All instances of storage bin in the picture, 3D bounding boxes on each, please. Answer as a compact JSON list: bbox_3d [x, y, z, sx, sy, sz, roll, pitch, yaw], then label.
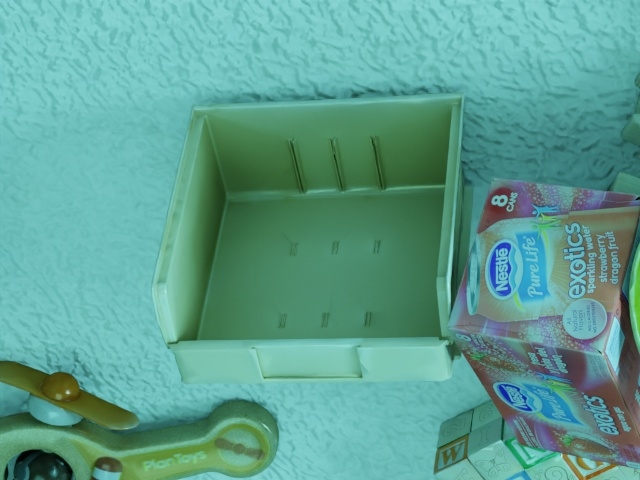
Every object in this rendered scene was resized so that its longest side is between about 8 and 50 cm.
[{"bbox_3d":[0.000,0.000,1.632,0.262,0.260,0.123,-1,135,10],"label":"storage bin"}]

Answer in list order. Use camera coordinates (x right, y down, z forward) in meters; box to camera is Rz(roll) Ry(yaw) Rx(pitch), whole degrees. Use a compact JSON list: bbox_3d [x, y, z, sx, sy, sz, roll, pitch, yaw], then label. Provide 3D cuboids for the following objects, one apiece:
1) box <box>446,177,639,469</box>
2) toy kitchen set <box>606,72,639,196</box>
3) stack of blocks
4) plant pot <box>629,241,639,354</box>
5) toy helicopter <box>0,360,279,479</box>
[{"bbox_3d":[0.233,0.081,1.612,0.142,0.154,0.300,9,158,24],"label":"box"},{"bbox_3d":[0.319,-0.045,1.671,0.122,0.166,0.207,18,159,-1],"label":"toy kitchen set"},{"bbox_3d":[0.286,0.213,1.817,0.297,0.087,0.171,-28,112,24],"label":"stack of blocks"},{"bbox_3d":[0.433,0.016,1.533,0.275,0.293,0.275,7,108,21],"label":"plant pot"},{"bbox_3d":[-0.222,0.225,1.915,0.355,0.140,0.235,-13,110,5],"label":"toy helicopter"}]
